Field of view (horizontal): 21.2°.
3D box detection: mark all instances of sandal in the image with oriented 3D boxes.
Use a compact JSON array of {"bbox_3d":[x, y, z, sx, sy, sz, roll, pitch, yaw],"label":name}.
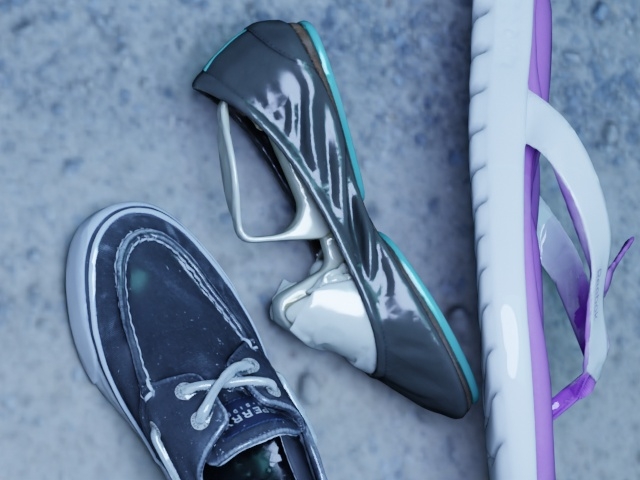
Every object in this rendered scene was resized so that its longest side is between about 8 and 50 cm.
[{"bbox_3d":[0.148,-0.013,1.090,0.102,0.169,0.416,-2,76,7],"label":"sandal"}]

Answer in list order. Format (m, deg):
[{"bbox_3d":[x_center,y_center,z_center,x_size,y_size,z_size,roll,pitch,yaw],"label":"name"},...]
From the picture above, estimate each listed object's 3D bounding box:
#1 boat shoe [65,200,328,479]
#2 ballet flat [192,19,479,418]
[{"bbox_3d":[-0.057,0.111,1.017,0.108,0.102,0.301,-20,87,-26],"label":"boat shoe"},{"bbox_3d":[0.000,0.000,1.075,0.096,0.095,0.280,-26,92,-13],"label":"ballet flat"}]
